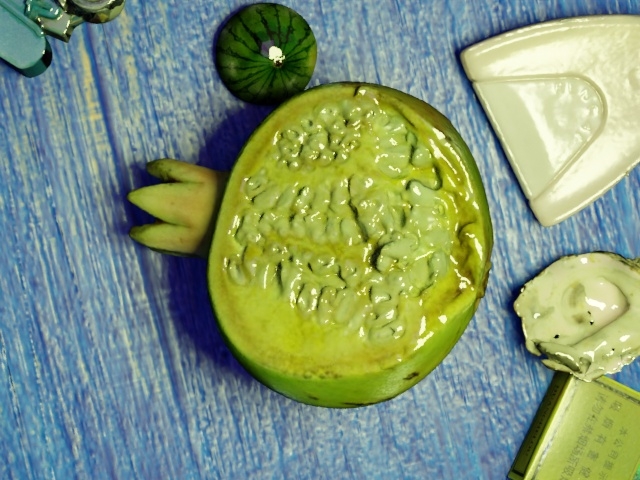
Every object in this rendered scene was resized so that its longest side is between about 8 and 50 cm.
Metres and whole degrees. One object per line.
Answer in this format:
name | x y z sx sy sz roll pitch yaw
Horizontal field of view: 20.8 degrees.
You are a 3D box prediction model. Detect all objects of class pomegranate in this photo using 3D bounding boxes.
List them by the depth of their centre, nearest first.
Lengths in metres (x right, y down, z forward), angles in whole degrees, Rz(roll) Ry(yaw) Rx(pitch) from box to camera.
pomegranate | 0.000 0.000 1.702 0.358 0.216 0.310 12 90 20

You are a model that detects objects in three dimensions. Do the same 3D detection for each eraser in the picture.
eraser | 0.291 -0.154 1.813 0.243 0.059 0.204 -26 95 -5

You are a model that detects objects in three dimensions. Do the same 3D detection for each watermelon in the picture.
watermelon | -0.052 -0.185 1.749 0.105 0.062 0.105 -1 100 -8

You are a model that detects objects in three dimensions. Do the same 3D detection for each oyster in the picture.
oyster | 0.301 0.086 1.799 0.191 0.081 0.163 23 63 19

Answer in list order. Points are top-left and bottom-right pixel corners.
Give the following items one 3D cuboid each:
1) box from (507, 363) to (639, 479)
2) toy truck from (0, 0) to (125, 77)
box | 0.325 0.234 1.827 0.220 0.064 0.141 25 85 -8
toy truck | -0.237 -0.338 1.671 0.175 0.146 0.367 21 88 -7
